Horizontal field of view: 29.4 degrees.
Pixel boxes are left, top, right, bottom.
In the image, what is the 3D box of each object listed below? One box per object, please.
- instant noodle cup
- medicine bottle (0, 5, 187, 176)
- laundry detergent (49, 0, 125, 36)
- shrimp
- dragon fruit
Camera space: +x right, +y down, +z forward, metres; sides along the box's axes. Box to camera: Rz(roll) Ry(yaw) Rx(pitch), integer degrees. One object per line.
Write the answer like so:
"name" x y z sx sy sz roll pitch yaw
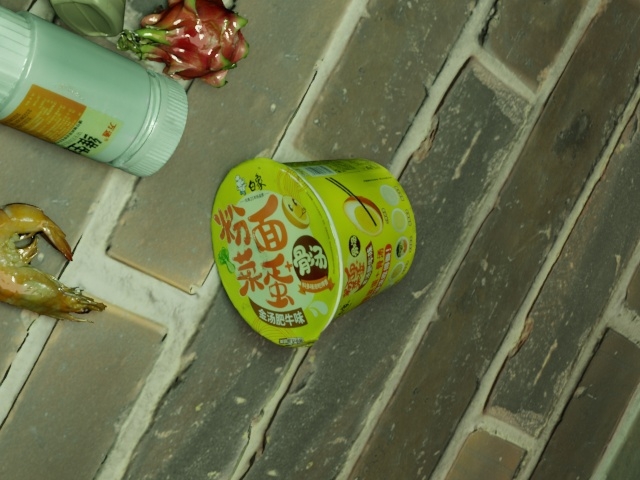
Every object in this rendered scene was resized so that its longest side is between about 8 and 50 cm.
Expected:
"instant noodle cup" 0.000 0.000 1.997 0.221 0.311 0.311 -16 116 -42
"medicine bottle" -0.357 -0.211 1.719 0.318 0.158 0.158 23 92 -40
"laundry detergent" -0.306 -0.421 1.679 0.181 0.091 0.253 55 39 -73
"shrimp" -0.423 0.042 1.827 0.248 0.068 0.150 41 75 -34
"dragon fruit" -0.203 -0.306 1.806 0.235 0.135 0.137 9 100 -49
